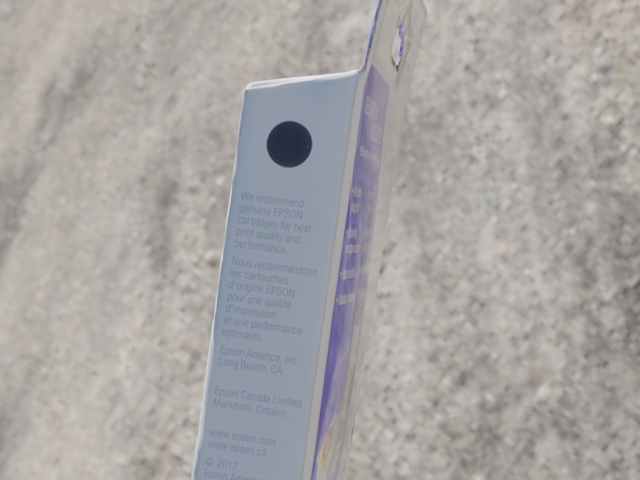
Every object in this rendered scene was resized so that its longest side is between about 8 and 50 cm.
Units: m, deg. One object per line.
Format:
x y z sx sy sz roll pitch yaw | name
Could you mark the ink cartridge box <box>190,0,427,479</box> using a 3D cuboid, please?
0.000 0.000 0.583 0.206 0.045 0.208 -2 -78 -84 | ink cartridge box
